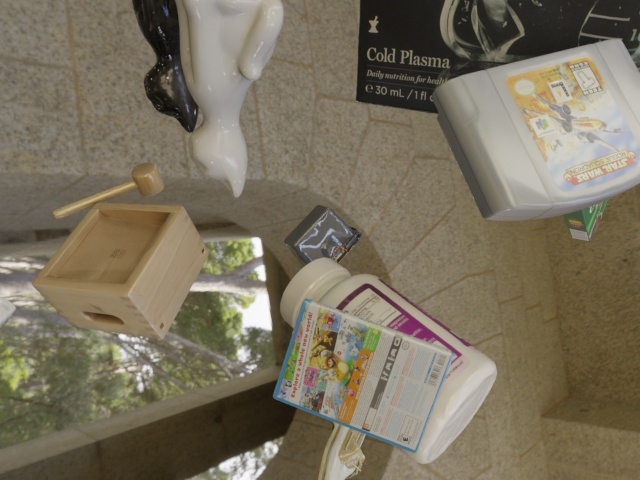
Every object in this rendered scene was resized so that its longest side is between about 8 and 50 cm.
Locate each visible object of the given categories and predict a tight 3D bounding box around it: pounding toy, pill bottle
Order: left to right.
[{"bbox_3d":[-0.234,0.004,0.592,0.181,0.206,0.094,3,-42,19],"label":"pounding toy"},{"bbox_3d":[0.082,0.155,0.711,0.301,0.169,0.169,37,-60,33],"label":"pill bottle"}]

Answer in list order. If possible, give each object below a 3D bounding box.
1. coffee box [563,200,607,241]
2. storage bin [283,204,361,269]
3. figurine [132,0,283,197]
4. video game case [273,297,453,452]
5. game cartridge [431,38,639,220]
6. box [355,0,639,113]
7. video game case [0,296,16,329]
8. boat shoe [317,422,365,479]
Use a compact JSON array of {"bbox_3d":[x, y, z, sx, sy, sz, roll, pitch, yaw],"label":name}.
[{"bbox_3d":[0.473,-0.078,0.866,0.040,0.184,0.113,20,-99,38],"label":"coffee box"},{"bbox_3d":[0.000,0.000,0.950,0.135,0.091,0.098,-47,-154,-9],"label":"storage bin"},{"bbox_3d":[-0.123,-0.174,0.494,0.215,0.092,0.209,52,-36,33],"label":"figurine"},{"bbox_3d":[0.043,0.145,0.525,0.166,0.015,0.119,19,-80,7],"label":"video game case"},{"bbox_3d":[0.306,-0.137,0.612,0.062,0.297,0.198,118,-49,-67],"label":"game cartridge"},{"bbox_3d":[0.338,-0.465,0.832,0.479,0.297,0.472,18,-59,30],"label":"box"},{"bbox_3d":[-0.309,0.126,0.362,0.019,0.143,0.157,44,-58,-16],"label":"video game case"},{"bbox_3d":[0.065,0.566,1.286,0.103,0.302,0.113,11,-42,11],"label":"boat shoe"}]
